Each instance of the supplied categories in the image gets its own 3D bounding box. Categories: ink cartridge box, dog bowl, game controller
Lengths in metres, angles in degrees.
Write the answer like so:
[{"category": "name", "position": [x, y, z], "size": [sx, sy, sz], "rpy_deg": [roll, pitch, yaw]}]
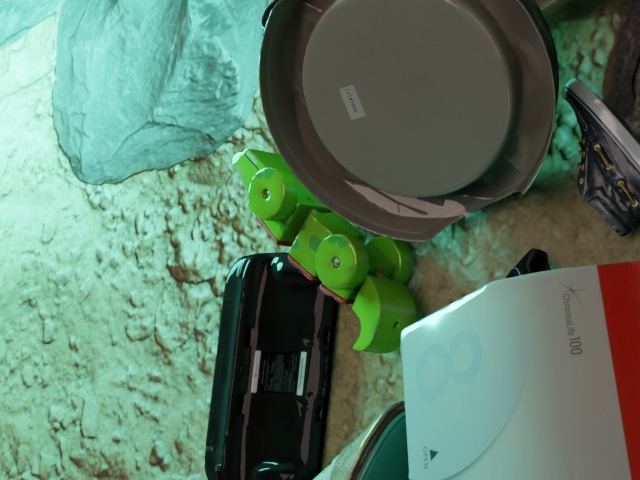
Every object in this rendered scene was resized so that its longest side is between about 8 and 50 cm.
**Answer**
[{"category": "ink cartridge box", "position": [0.232, 0.161, 1.008], "size": [0.385, 0.091, 0.308], "rpy_deg": [-36, 44, 43]}, {"category": "dog bowl", "position": [0.105, -0.175, 1.243], "size": [0.349, 0.102, 0.348], "rpy_deg": [12, 119, 24]}, {"category": "game controller", "position": [-0.062, 0.170, 1.413], "size": [0.167, 0.067, 0.319], "rpy_deg": [1, 78, 23]}]

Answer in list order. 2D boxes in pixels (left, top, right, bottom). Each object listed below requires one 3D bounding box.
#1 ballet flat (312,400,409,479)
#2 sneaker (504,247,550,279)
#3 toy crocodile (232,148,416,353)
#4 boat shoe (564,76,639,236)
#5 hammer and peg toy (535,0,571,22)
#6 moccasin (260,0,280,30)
[{"category": "ballet flat", "position": [0.027, 0.326, 1.263], "size": [0.106, 0.108, 0.316], "rpy_deg": [12, 83, 47]}, {"category": "sneaker", "position": [0.275, 0.094, 1.148], "size": [0.232, 0.081, 0.090], "rpy_deg": [39, 109, 40]}, {"category": "toy crocodile", "position": [0.000, 0.000, 1.358], "size": [0.340, 0.115, 0.105], "rpy_deg": [46, 116, 31]}, {"category": "boat shoe", "position": [0.300, -0.092, 1.193], "size": [0.083, 0.065, 0.183], "rpy_deg": [-43, 56, 19]}, {"category": "hammer and peg toy", "position": [0.308, -0.426, 1.203], "size": [0.361, 0.127, 0.265], "rpy_deg": [-34, 60, 40]}, {"category": "moccasin", "position": [0.042, -0.308, 1.361], "size": [0.342, 0.117, 0.137], "rpy_deg": [-33, 60, 52]}]
